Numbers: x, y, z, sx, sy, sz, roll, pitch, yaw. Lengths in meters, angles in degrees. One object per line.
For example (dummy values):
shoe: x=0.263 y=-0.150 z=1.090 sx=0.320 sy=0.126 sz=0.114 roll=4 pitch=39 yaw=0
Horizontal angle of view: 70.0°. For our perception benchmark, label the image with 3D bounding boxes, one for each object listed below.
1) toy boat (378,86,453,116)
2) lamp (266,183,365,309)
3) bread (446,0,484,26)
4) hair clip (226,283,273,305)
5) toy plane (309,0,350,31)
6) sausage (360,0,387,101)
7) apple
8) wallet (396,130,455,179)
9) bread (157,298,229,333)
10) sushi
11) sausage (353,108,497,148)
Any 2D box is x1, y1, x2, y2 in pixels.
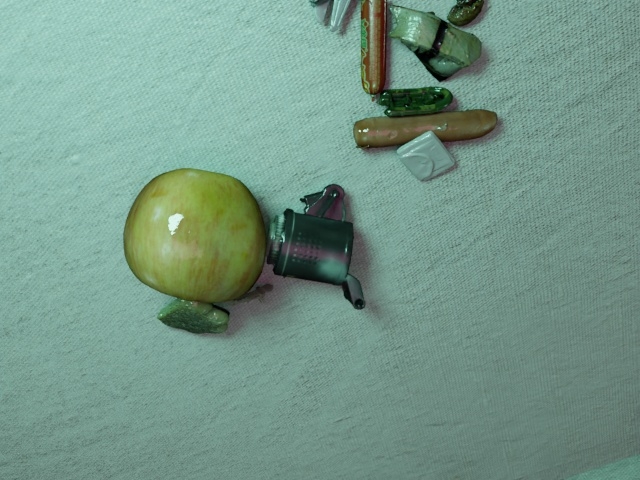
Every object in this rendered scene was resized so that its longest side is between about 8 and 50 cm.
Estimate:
toy boat: x=0.267 y=-0.394 z=1.288 sx=0.210 sy=0.104 sz=0.052 roll=-5 pitch=145 yaw=-1
lamp: x=-0.033 y=0.030 z=1.372 sx=0.272 sy=0.205 sz=0.374 roll=-9 pitch=96 yaw=-7
bread: x=0.394 y=-0.630 z=1.218 sx=0.082 sy=0.060 sz=0.113 roll=14 pitch=109 yaw=-8
hair clip: x=-0.243 y=0.182 z=1.441 sx=0.034 sy=0.226 sz=0.072 roll=45 pitch=117 yaw=25
toy plane: x=0.077 y=-0.686 z=1.159 sx=0.267 sy=0.088 sz=0.212 roll=-31 pitch=113 yaw=-1
sausage: x=0.145 y=-0.512 z=1.236 sx=0.083 sy=0.083 sz=0.264 roll=-4 pitch=114 yaw=-3
apple: x=-0.329 y=-0.015 z=1.237 sx=0.391 sy=0.391 sz=0.347 roll=10 pitch=89 yaw=-9
wallet: x=0.309 y=-0.239 z=1.336 sx=0.124 sy=0.032 sz=0.183 roll=-28 pitch=142 yaw=25
bread: x=-0.388 y=0.246 z=1.442 sx=0.207 sy=0.056 sz=0.286 roll=25 pitch=148 yaw=-23
sushi: x=0.301 y=-0.531 z=1.196 sx=0.272 sy=0.109 sz=0.134 roll=27 pitch=107 yaw=-30
sausage: x=0.302 y=-0.322 z=1.319 sx=0.418 sy=0.094 sz=0.094 roll=-5 pitch=132 yaw=-4
